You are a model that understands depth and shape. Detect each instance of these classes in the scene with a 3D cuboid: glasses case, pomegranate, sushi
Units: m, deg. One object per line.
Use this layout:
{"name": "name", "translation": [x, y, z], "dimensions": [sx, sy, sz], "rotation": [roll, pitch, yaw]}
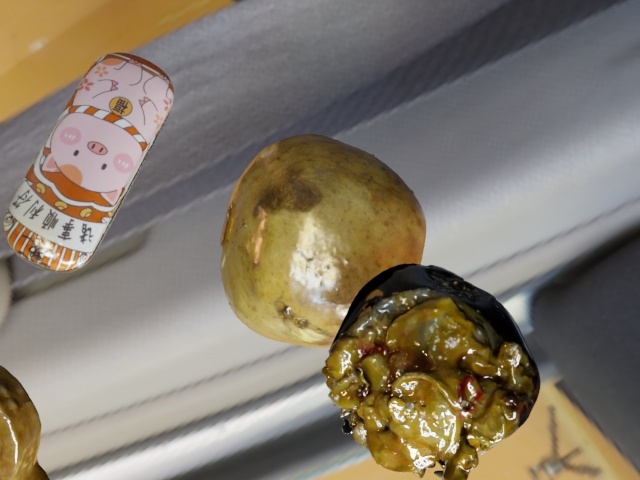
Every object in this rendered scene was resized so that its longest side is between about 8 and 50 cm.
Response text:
{"name": "glasses case", "translation": [-0.250, -0.088, 1.293], "dimensions": [0.103, 0.266, 0.067], "rotation": [24, 157, -1]}
{"name": "pomegranate", "translation": [0.000, 0.000, 1.508], "dimensions": [0.281, 0.281, 0.281], "rotation": [56, -177, -4]}
{"name": "sushi", "translation": [0.113, 0.143, 1.246], "dimensions": [0.213, 0.200, 0.204], "rotation": [24, -168, 4]}

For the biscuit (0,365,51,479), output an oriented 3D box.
{"name": "biscuit", "translation": [-0.369, 0.196, 1.054], "dimensions": [0.394, 0.350, 0.070], "rotation": [53, -138, -7]}
